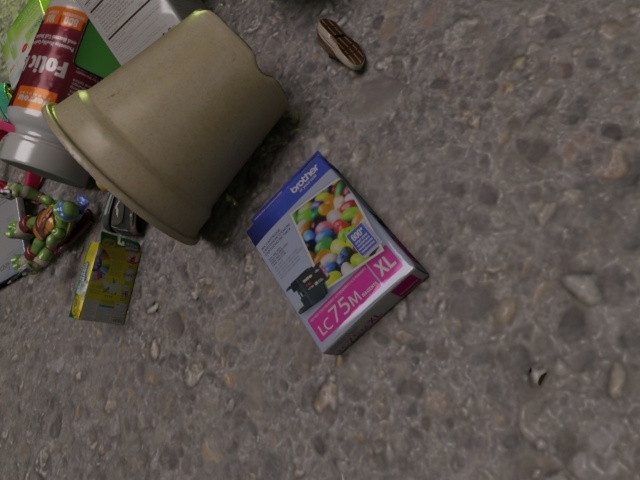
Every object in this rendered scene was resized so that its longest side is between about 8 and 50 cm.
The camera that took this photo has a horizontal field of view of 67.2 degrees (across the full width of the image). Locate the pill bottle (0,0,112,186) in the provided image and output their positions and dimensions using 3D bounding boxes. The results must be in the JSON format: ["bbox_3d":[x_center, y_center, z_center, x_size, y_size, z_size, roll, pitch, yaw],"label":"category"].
[{"bbox_3d":[-0.601,-0.343,1.160,0.224,0.224,0.393,10,81,35],"label":"pill bottle"}]

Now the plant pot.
[{"bbox_3d":[-0.235,-0.215,0.849,0.305,0.334,0.334,-44,56,1],"label":"plant pot"}]

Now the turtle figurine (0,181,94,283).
[{"bbox_3d":[-0.698,-0.021,1.117,0.266,0.198,0.275,-27,18,43],"label":"turtle figurine"}]

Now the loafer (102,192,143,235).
[{"bbox_3d":[-0.394,-0.138,1.056,0.084,0.096,0.268,16,91,16],"label":"loafer"}]

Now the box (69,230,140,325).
[{"bbox_3d":[-0.439,0.078,0.994,0.043,0.105,0.179,4,77,33],"label":"box"}]

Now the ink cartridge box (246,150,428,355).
[{"bbox_3d":[0.000,0.000,0.760,0.186,0.065,0.311,-45,54,13],"label":"ink cartridge box"}]

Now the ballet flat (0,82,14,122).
[{"bbox_3d":[-0.968,-0.435,1.523,0.087,0.083,0.247,-44,57,-3],"label":"ballet flat"}]

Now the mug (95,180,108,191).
[{"bbox_3d":[-0.472,-0.137,1.122,0.064,0.078,0.062,6,46,26],"label":"mug"}]

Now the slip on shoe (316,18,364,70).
[{"bbox_3d":[0.032,-0.341,0.860,0.135,0.051,0.041,55,147,24],"label":"slip on shoe"}]

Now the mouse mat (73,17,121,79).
[{"bbox_3d":[-0.455,-0.430,1.119,0.007,0.189,0.153,5,77,52],"label":"mouse mat"}]

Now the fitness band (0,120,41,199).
[{"bbox_3d":[-0.904,-0.234,1.399,0.290,0.054,0.209,23,100,30],"label":"fitness band"}]

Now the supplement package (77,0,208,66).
[{"bbox_3d":[-0.388,-0.523,1.023,0.175,0.177,0.293,-29,99,23],"label":"supplement package"}]

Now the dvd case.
[{"bbox_3d":[-0.861,-0.009,1.317,0.180,0.022,0.253,-23,76,25],"label":"dvd case"}]

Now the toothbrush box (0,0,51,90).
[{"bbox_3d":[-0.837,-0.577,1.455,0.206,0.122,0.283,-42,58,15],"label":"toothbrush box"}]
